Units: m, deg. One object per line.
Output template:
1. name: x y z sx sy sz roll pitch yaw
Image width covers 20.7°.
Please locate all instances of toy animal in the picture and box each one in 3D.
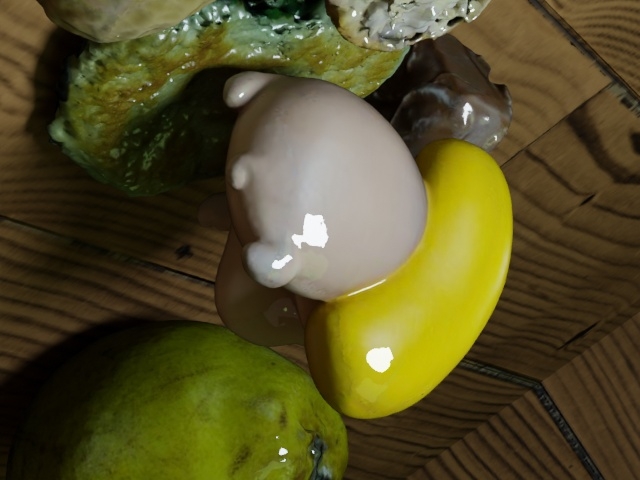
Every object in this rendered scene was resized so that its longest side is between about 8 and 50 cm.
1. toy animal: -0.007 0.020 1.598 0.345 0.277 0.247 22 163 -41

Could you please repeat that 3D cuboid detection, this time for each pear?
1. pear: -0.174 0.252 1.973 0.413 0.352 0.352 -22 165 26

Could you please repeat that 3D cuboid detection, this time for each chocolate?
1. chocolate: 0.079 -0.113 1.768 0.214 0.148 0.093 -43 140 18

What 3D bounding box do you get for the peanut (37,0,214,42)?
1. peanut: -0.071 -0.262 1.252 0.325 0.140 0.153 -36 158 5

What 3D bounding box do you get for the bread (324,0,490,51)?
1. bread: 0.093 -0.277 1.398 0.274 0.149 0.274 -39 164 -14

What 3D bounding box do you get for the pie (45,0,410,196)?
1. pie: -0.080 -0.149 1.571 0.371 0.078 0.296 -7 147 -45
